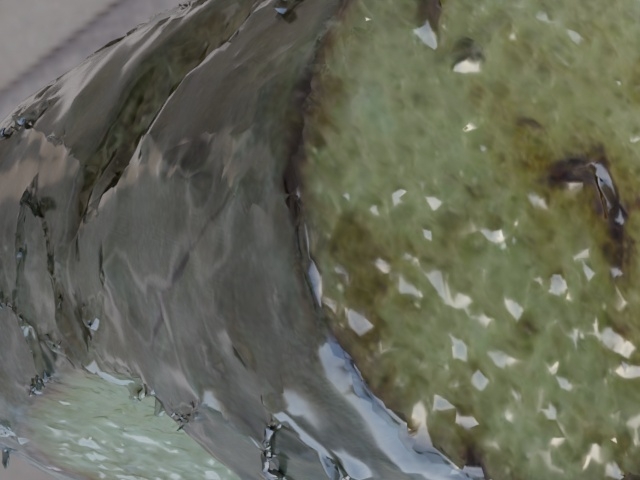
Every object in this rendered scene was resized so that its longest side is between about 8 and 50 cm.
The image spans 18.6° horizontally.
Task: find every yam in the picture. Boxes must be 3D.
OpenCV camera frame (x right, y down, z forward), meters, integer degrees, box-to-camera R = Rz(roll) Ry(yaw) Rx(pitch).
[{"bbox_3d":[0.000,0.000,0.484,0.154,0.154,0.254,0,172,-25],"label":"yam"}]
